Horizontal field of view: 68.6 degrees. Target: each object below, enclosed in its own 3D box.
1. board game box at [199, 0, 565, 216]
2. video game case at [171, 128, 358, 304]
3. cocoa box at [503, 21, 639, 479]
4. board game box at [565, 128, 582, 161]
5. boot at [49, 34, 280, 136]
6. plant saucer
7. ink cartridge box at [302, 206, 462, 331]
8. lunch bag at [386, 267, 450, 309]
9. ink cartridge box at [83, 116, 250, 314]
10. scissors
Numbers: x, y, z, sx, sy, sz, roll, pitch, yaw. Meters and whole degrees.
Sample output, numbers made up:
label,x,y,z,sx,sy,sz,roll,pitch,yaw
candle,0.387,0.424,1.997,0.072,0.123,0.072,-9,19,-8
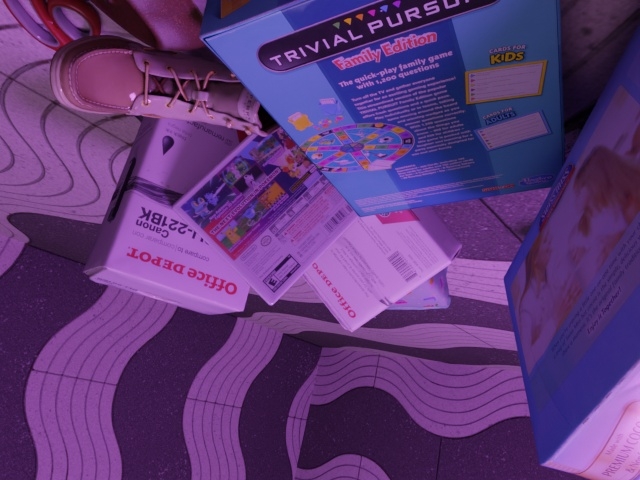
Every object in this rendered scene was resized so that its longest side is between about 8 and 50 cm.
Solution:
label,x,y,z,sx,sy,sz,roll,pitch,yaw
board game box,0.094,-0.144,0.459,0.253,0.079,0.336,-8,154,25
video game case,-0.059,-0.047,0.629,0.183,0.201,0.023,47,170,-14
cocoa box,0.313,0.001,0.330,0.228,0.231,0.347,13,127,3
board game box,0.350,-0.056,0.562,0.154,0.103,0.026,19,161,-19
boot,-0.136,-0.154,0.483,0.165,0.077,0.213,20,-158,22
plant saucer,-0.182,-0.226,0.391,0.198,0.036,0.198,39,176,3
ink cartridge box,0.084,0.021,0.744,0.218,0.158,0.092,-42,174,31
lunch bag,0.105,0.057,0.944,0.262,0.160,0.223,-8,155,26
ink cartridge box,-0.184,-0.049,0.677,0.197,0.273,0.114,25,159,-32
scissors,-0.311,-0.230,0.641,0.109,0.021,0.297,10,163,1
